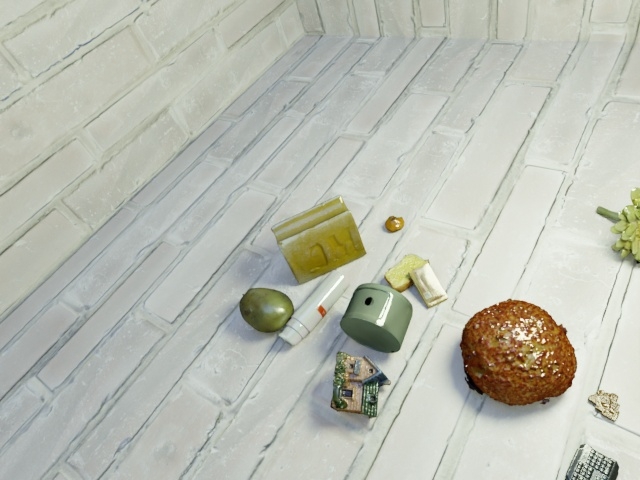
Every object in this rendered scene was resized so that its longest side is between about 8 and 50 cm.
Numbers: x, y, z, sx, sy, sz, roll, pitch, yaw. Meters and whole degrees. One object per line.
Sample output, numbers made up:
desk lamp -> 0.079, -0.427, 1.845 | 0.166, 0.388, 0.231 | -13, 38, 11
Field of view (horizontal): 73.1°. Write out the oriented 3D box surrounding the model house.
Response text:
model house -> 0.139, 0.479, 1.422 | 0.172, 0.166, 0.183 | 3, 63, 18

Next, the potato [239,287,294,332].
potato -> -0.227, 0.272, 1.739 | 0.251, 0.159, 0.174 | 21, 33, 28

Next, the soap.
soap -> 0.000, 0.000, 1.795 | 0.335, 0.293, 0.156 | -23, 50, -2

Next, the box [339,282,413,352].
box -> 0.199, 0.274, 1.526 | 0.226, 0.226, 0.149 | 10, 55, 27

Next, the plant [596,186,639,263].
plant -> 1.128, -0.040, 1.523 | 0.305, 0.297, 0.261 | 12, 72, -23

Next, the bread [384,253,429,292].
bread -> 0.342, 0.128, 1.713 | 0.187, 0.065, 0.103 | -41, 51, -12

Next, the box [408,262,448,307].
box -> 0.408, 0.170, 1.639 | 0.089, 0.022, 0.156 | -28, 72, -3

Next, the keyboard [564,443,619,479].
keyboard -> 0.690, 0.673, 1.140 | 0.106, 0.016, 0.262 | 25, 63, 35

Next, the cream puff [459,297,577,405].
cream puff -> 0.602, 0.330, 1.333 | 0.350, 0.229, 0.350 | -9, 49, 10

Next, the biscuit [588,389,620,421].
biscuit -> 0.834, 0.480, 1.256 | 0.082, 0.016, 0.092 | -11, 49, 5

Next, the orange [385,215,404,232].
orange -> 0.325, -0.076, 1.898 | 0.086, 0.062, 0.086 | -11, 50, 13

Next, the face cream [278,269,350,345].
face cream -> -0.024, 0.269, 1.698 | 0.102, 0.102, 0.345 | 26, 64, 36
